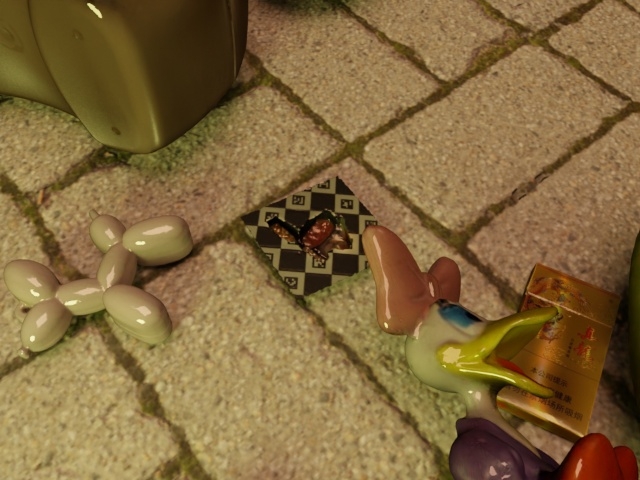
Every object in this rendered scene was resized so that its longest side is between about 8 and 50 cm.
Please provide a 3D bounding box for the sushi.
[{"bbox_3d":[0.000,0.000,0.609,0.126,0.026,0.120,-25,59,-21],"label":"sushi"}]

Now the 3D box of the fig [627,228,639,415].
[{"bbox_3d":[0.372,0.050,0.458,0.258,0.258,0.326,36,76,19],"label":"fig"}]

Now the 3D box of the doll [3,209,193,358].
[{"bbox_3d":[-0.213,0.040,0.556,0.160,0.059,0.160,7,58,3],"label":"doll"}]

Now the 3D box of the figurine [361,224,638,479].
[{"bbox_3d":[0.126,0.186,0.422,0.193,0.154,0.420,-16,64,34],"label":"figurine"}]

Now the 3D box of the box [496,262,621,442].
[{"bbox_3d":[0.221,0.099,0.552,0.089,0.022,0.156,25,61,13],"label":"box"}]

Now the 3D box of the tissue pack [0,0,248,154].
[{"bbox_3d":[-0.268,-0.288,0.640,0.388,0.267,0.276,22,57,13],"label":"tissue pack"}]
